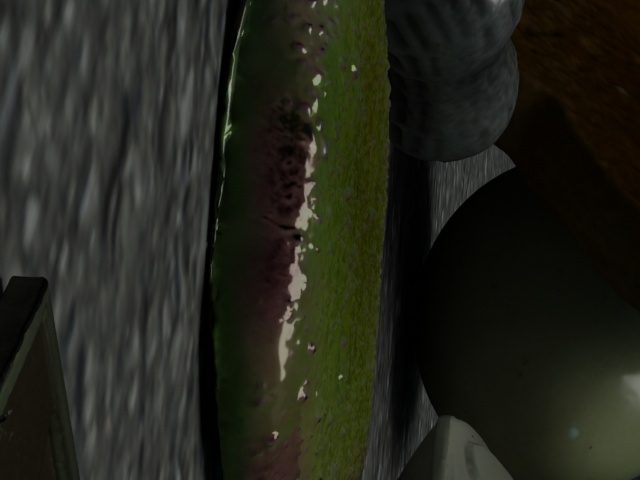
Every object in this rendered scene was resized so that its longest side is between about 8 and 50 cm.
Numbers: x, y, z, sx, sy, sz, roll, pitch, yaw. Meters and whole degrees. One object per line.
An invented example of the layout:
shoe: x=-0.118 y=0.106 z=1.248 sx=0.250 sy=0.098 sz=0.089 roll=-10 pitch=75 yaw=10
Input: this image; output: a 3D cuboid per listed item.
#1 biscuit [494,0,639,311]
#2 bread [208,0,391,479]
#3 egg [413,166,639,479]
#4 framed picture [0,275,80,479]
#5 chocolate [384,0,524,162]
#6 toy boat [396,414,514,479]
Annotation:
biscuit: x=0.178 y=-0.060 z=1.080 sx=0.063 sy=0.314 sz=0.367 roll=-53 pitch=-140 yaw=31
bread: x=0.000 y=0.000 z=0.627 sx=0.228 sy=0.033 sz=0.228 roll=5 pitch=90 yaw=-82
egg: x=0.148 y=0.051 z=1.147 sx=0.253 sy=0.189 sz=0.188 roll=-66 pitch=158 yaw=-63
framed picture: x=-0.060 y=0.092 z=0.316 sx=0.149 sy=0.011 sz=0.109 roll=-76 pitch=167 yaw=-54
chocolate: x=0.051 y=-0.089 z=0.827 sx=0.167 sy=0.072 sz=0.072 roll=83 pitch=13 yaw=-64
toy boat: x=0.066 y=0.211 z=0.856 sx=0.141 sy=0.141 sz=0.269 roll=-69 pitch=175 yaw=-66
